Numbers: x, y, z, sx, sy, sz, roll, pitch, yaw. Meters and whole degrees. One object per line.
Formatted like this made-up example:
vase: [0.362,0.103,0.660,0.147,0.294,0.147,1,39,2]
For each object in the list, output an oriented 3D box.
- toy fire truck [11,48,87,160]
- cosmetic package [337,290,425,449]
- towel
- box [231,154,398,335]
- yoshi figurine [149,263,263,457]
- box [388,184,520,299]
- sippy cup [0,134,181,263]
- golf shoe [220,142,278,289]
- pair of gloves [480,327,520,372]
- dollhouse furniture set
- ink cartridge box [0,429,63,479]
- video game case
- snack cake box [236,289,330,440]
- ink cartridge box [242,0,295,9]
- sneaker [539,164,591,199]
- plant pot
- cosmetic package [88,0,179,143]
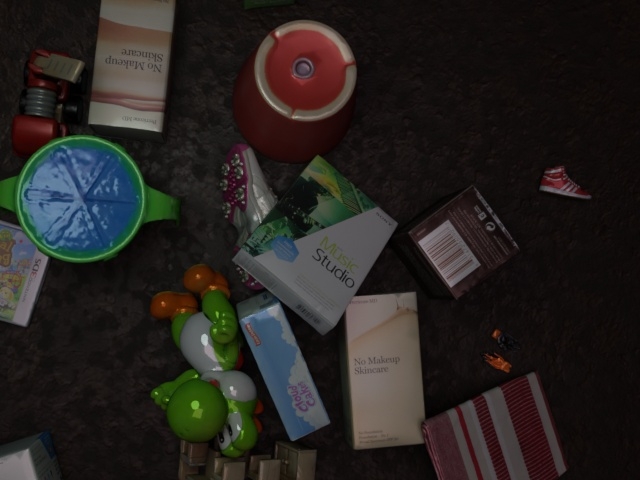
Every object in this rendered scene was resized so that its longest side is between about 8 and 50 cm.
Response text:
toy fire truck: [-0.517,-0.267,1.446,0.158,0.246,0.217,7,86,-7]
cosmetic package: [0.124,0.263,1.570,0.160,0.113,0.310,-5,88,-8]
towel: [0.368,0.434,1.578,0.329,0.037,0.237,-16,88,-31]
box: [0.000,0.000,1.511,0.232,0.058,0.322,40,48,-6]
yoshi figurine: [-0.227,0.229,1.412,0.203,0.203,0.362,-15,59,-13]
box: [0.267,0.009,1.555,0.167,0.203,0.168,-37,92,-8]
sippy cup: [-0.441,-0.069,1.457,0.305,0.224,0.240,40,84,-3]
golf shoe: [-0.121,-0.053,1.571,0.140,0.115,0.306,-6,83,-35]
pair of gloves: [0.396,0.242,1.657,0.074,0.010,0.083,29,81,-4]
dollhouse furniture set: [-0.140,0.486,1.477,0.242,0.212,0.161,7,86,-32]
ink cartridge box: [-0.581,0.512,1.433,0.168,0.171,0.233,-16,90,-8]
video game case: [-0.665,0.053,1.521,0.212,0.023,0.193,17,85,-6]
snack cake box: [-0.076,0.241,1.502,0.089,0.152,0.264,-23,100,-6]
ink cartridge box: [-0.101,-0.613,1.466,0.119,0.353,0.207,-8,88,-8]
sneaker: [0.551,-0.130,1.681,0.118,0.042,0.067,12,89,-5]
plant pot: [-0.043,-0.309,1.513,0.274,0.243,0.275,0,86,-7]
cosmetic package: [-0.375,-0.359,1.529,0.153,0.129,0.296,4,87,-8]
